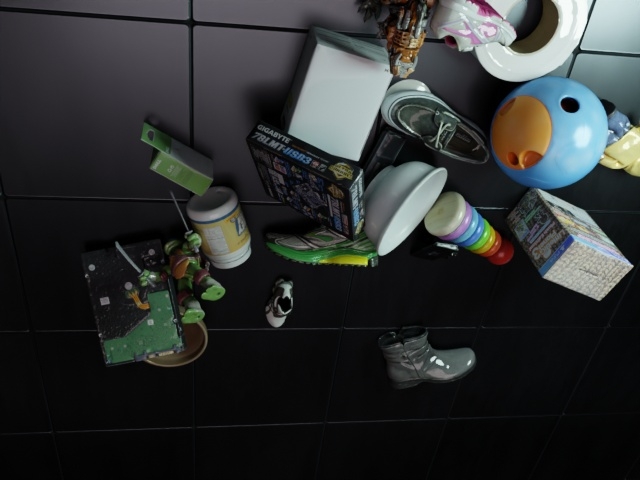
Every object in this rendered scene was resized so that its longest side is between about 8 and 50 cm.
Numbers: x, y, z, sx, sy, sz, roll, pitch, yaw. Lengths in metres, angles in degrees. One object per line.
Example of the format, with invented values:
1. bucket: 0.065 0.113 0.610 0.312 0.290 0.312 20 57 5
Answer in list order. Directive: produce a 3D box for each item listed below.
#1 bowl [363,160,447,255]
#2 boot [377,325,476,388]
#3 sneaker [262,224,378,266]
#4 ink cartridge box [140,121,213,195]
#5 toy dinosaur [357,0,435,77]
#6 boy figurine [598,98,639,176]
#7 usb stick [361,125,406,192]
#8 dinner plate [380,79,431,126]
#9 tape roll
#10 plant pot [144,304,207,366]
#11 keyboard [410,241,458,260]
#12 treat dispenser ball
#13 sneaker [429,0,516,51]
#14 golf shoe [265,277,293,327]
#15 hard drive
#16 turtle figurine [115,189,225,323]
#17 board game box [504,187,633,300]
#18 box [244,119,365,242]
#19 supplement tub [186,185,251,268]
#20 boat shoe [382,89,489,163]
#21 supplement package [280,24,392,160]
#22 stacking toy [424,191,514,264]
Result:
1. bowl: 0.207 -0.113 1.722 0.134 0.298 0.298 39 120 17
2. boot: 0.379 0.392 2.173 0.338 0.118 0.223 -15 122 -3
3. sneaker: 0.000 0.000 1.837 0.343 0.134 0.146 2 89 -3
4. ink cartridge box: -0.382 -0.211 1.610 0.209 0.109 0.062 29 116 -26
5. toy dinosaur: 0.205 -0.534 1.386 0.164 0.218 0.322 26 102 -17
6. boy figurine: 0.868 -0.282 1.771 0.285 0.092 0.177 32 115 -28
7. usb stick: 0.150 -0.194 1.749 0.077 0.045 0.278 12 123 -28
8. dinner plate: 0.232 -0.360 1.659 0.141 0.017 0.141 -5 125 -7
9. tape roll: 0.497 -0.540 1.520 0.286 0.100 0.286 -5 126 -6
10. plant pot: -0.473 0.277 1.950 0.237 0.110 0.237 -4 126 -5
11. keyboard: 0.358 0.034 1.894 0.108 0.023 0.180 13 166 -13
12. treat dispenser ball: 0.586 -0.276 1.606 0.288 0.288 0.288 -4 126 -6
13. sneaker: 0.335 -0.481 1.395 0.252 0.103 0.111 10 130 -36
14. golf shoe: -0.132 0.217 1.972 0.077 0.094 0.198 3 127 -12
15. hard drive: -0.538 0.177 1.799 0.236 0.064 0.339 -12 95 -1
16. turtle figurine: -0.390 0.071 1.642 0.197 0.266 0.275 -30 147 -15
17. board game box: 0.722 0.004 1.831 0.232 0.291 0.141 21 120 -21
18. box: -0.028 -0.143 1.566 0.293 0.073 0.295 27 162 17
19. supplement tub: -0.278 -0.035 1.732 0.144 0.144 0.200 -14 127 1
20. boat shoe: 0.321 -0.298 1.638 0.335 0.119 0.121 15 122 -25
21. supplement package: 0.035 -0.363 1.545 0.204 0.145 0.262 12 123 -17
22. stacking toy: 0.468 -0.016 1.887 0.330 0.141 0.141 30 116 -33
